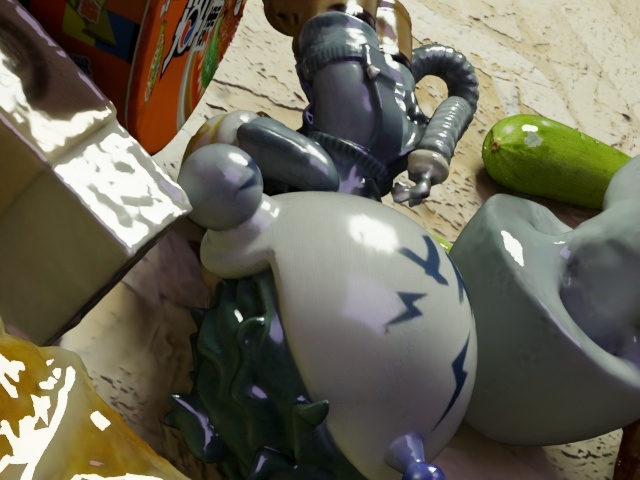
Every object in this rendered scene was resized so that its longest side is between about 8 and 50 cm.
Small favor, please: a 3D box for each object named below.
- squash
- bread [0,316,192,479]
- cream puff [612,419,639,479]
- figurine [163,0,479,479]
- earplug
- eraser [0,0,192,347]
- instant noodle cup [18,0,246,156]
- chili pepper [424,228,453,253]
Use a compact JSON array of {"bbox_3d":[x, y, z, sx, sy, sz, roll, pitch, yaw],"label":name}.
[{"bbox_3d":[0.213,-0.062,1.372,0.201,0.066,0.066,11,51,-38],"label":"squash"},{"bbox_3d":[-0.177,0.220,0.551,0.371,0.279,0.390,48,26,5],"label":"bread"},{"bbox_3d":[0.335,0.176,1.216,0.240,0.164,0.240,31,40,-30],"label":"cream puff"},{"bbox_3d":[-0.004,-0.001,1.015,0.261,0.186,0.382,33,43,-40],"label":"figurine"},{"bbox_3d":[0.230,0.040,1.138,0.325,0.175,0.214,-12,42,-8],"label":"earplug"},{"bbox_3d":[-0.236,-0.095,0.907,0.343,0.144,0.078,46,39,-1],"label":"eraser"},{"bbox_3d":[-0.146,-0.200,0.993,0.192,0.250,0.250,22,39,6],"label":"instant noodle cup"},{"bbox_3d":[0.120,0.030,1.226,0.208,0.043,0.049,27,55,-24],"label":"chili pepper"}]
